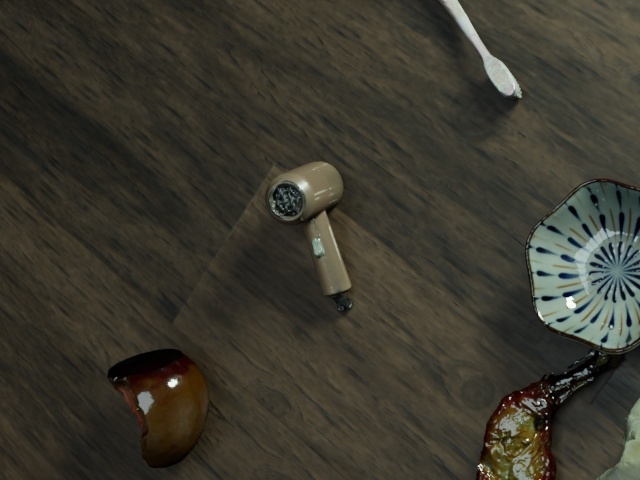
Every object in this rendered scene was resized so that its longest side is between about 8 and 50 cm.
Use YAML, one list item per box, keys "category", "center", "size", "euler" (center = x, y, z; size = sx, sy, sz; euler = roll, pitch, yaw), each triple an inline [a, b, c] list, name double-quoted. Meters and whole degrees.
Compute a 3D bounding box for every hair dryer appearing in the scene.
- category: "hair dryer"
  center: [0.000, 0.000, 1.723]
  size: [0.064, 0.117, 0.181]
  euler: [-17, 95, 24]

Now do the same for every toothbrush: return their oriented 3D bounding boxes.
- category: "toothbrush"
  center: [0.153, -0.282, 1.716]
  size: [0.025, 0.029, 0.307]
  euler: [-39, 65, 18]

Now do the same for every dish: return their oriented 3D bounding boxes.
- category: "dish"
  center: [0.317, 0.030, 1.561]
  size: [0.191, 0.066, 0.190]
  euler: [-6, 78, 28]

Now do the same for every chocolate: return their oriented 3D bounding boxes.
- category: "chocolate"
  center: [-0.198, 0.210, 1.785]
  size: [0.127, 0.124, 0.133]
  euler: [-4, 112, 24]

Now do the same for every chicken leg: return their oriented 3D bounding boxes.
- category: "chicken leg"
  center: [0.239, 0.208, 1.589]
  size: [0.106, 0.051, 0.253]
  euler: [28, 96, 22]

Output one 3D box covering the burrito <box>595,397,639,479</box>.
- category: "burrito"
  center: [0.434, 0.235, 1.403]
  size: [0.332, 0.135, 0.190]
  euler: [23, 68, 28]
